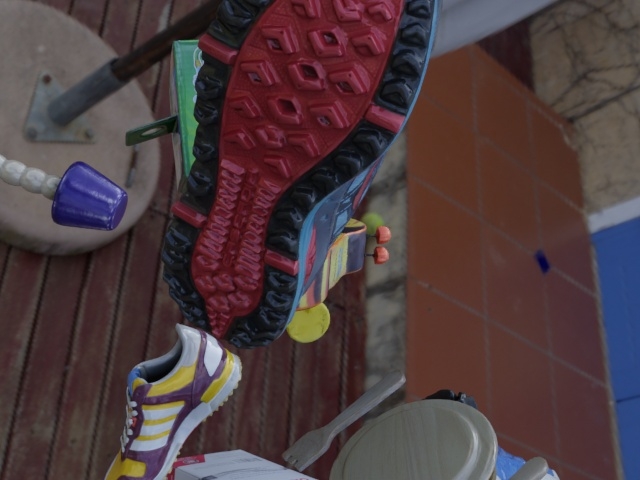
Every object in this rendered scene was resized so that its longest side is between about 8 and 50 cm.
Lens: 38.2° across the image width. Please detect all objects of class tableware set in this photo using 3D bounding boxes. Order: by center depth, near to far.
[{"bbox_3d":[0.007,0.148,0.435,0.194,0.128,0.039,-34,117,-18],"label":"tableware set"}]

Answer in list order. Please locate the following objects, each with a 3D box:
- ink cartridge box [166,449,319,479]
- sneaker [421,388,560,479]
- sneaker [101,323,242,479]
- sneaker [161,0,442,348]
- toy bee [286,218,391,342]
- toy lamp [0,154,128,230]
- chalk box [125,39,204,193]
[{"bbox_3d":[-0.084,0.268,0.958,0.109,0.150,0.063,4,91,-40],"label":"ink cartridge box"},{"bbox_3d":[0.098,0.134,0.588,0.152,0.058,0.084,14,42,-54],"label":"sneaker"},{"bbox_3d":[-0.159,0.160,0.853,0.084,0.069,0.185,40,85,-29],"label":"sneaker"},{"bbox_3d":[-0.010,-0.065,0.503,0.104,0.261,0.125,32,39,3],"label":"sneaker"},{"bbox_3d":[0.000,0.000,1.069,0.298,0.162,0.195,-81,174,-51],"label":"toy bee"},{"bbox_3d":[-0.354,-0.081,1.047,0.275,0.080,0.080,20,47,0],"label":"toy lamp"},{"bbox_3d":[-0.115,-0.162,1.232,0.289,0.180,0.179,-4,87,-13],"label":"chalk box"}]
